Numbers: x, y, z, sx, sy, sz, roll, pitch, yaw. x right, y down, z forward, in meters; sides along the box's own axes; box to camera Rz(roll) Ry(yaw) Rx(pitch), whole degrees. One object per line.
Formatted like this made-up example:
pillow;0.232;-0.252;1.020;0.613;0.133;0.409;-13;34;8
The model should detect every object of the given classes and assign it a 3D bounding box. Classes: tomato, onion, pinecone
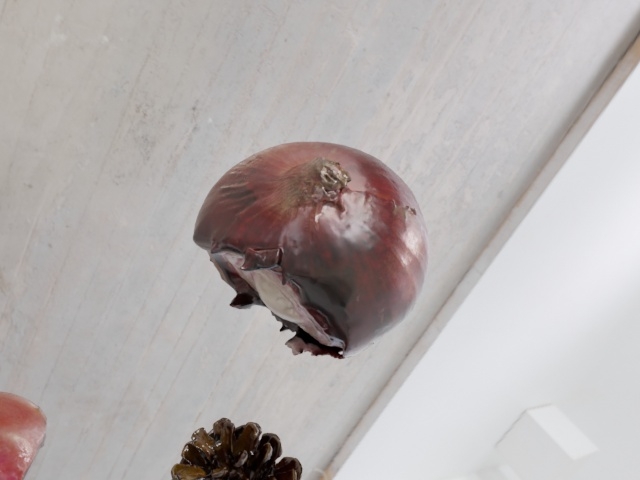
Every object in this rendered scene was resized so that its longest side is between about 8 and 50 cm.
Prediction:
tomato;-0.608;0.340;0.775;0.309;0.309;0.170;-30;127;-11
onion;0.004;0.006;0.750;0.341;0.341;0.341;-19;133;-22
pinecone;-0.125;0.351;0.704;0.208;0.208;0.207;-19;133;-22
